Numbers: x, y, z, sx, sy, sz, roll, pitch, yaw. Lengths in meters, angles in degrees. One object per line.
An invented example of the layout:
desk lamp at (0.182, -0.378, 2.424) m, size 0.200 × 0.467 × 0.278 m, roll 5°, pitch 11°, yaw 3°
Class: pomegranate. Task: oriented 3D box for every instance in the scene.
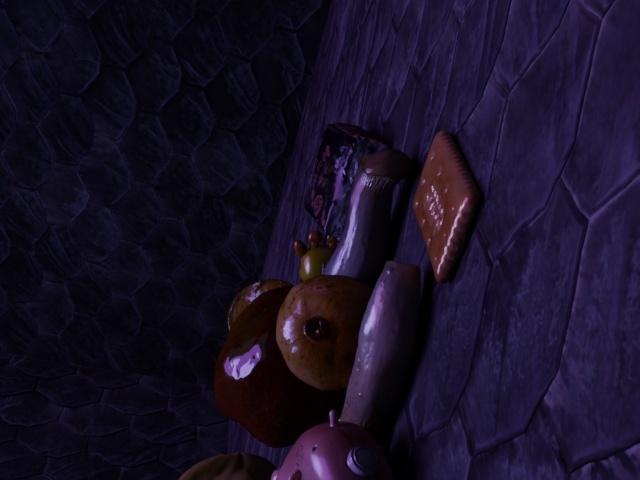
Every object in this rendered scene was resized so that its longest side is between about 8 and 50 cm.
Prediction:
pomegranate at (0.024, 0.163, 1.440) m, size 0.215 × 0.215 × 0.216 m, roll -169°, pitch 90°, yaw -81°

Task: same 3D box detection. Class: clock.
clock at (0.021, 0.395, 1.226) m, size 0.227 × 0.142 × 0.241 m, roll 62°, pitch 145°, yaw 33°

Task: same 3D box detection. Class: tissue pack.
tissue pack at (0.059, -0.145, 1.856) m, size 0.332 × 0.123 × 0.245 m, roll -127°, pitch 54°, yaw -73°

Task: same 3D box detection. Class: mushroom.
mushroom at (0.096, 0.197, 1.307) m, size 0.123 × 0.094 × 0.352 m, roll -89°, pitch 12°, yaw -69°
mushroom at (0.086, -0.033, 1.549) m, size 0.159 × 0.122 × 0.329 m, roll -112°, pitch 33°, yaw -56°

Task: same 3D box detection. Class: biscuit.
biscuit at (0.189, -0.059, 1.237) m, size 0.250 × 0.030 × 0.160 m, roll -95°, pitch 18°, yaw -59°

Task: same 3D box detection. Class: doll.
doll at (0.002, 0.084, 1.895) m, size 0.135 × 0.142 × 0.221 m, roll -114°, pitch 28°, yaw -77°

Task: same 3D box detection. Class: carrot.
carrot at (-0.155, 0.238, 2.326) m, size 0.340 × 0.241 × 0.242 m, roll 150°, pitch 130°, yaw -78°

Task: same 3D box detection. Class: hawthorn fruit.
hawthorn fruit at (-0.079, 0.259, 1.667) m, size 0.308 × 0.308 × 0.325 m, roll -114°, pitch 15°, yaw -74°

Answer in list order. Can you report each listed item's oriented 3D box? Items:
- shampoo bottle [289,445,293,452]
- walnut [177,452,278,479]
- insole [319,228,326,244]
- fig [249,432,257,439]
shampoo bottle at (-0.020, 0.562, 1.614) m, size 0.350 × 0.084 × 0.126 m, roll -98°, pitch 18°, yaw -61°
walnut at (-0.235, 0.709, 1.869) m, size 0.383 × 0.383 × 0.384 m, roll -169°, pitch 90°, yaw -81°
insole at (0.000, 0.000, 2.351) m, size 0.248 × 0.011 × 0.081 m, roll 115°, pitch 164°, yaw -54°
fig at (-0.093, 0.427, 1.947) m, size 0.321 × 0.216 × 0.217 m, roll 83°, pitch -172°, yaw -52°
